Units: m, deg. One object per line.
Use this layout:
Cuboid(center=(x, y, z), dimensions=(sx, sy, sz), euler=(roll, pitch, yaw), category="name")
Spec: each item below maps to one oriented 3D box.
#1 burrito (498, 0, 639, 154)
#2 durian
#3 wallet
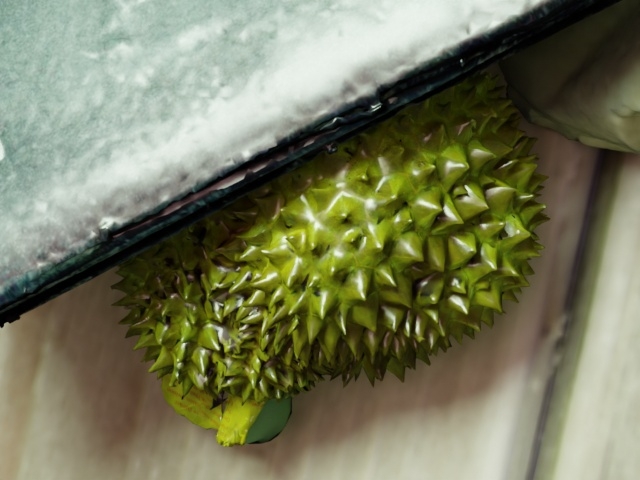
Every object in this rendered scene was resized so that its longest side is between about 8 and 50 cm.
Cuboid(center=(0.207, -0.158, 0.750), dimensions=(0.332, 0.135, 0.190), euler=(-45, 78, 10), category="burrito")
Cuboid(center=(-0.004, -0.014, 0.784), dimensions=(0.198, 0.146, 0.159), euler=(-25, 72, 9), category="durian")
Cuboid(center=(-0.032, -0.109, 0.729), dimensions=(0.379, 0.046, 0.190), euler=(-27, 62, 5), category="wallet")
